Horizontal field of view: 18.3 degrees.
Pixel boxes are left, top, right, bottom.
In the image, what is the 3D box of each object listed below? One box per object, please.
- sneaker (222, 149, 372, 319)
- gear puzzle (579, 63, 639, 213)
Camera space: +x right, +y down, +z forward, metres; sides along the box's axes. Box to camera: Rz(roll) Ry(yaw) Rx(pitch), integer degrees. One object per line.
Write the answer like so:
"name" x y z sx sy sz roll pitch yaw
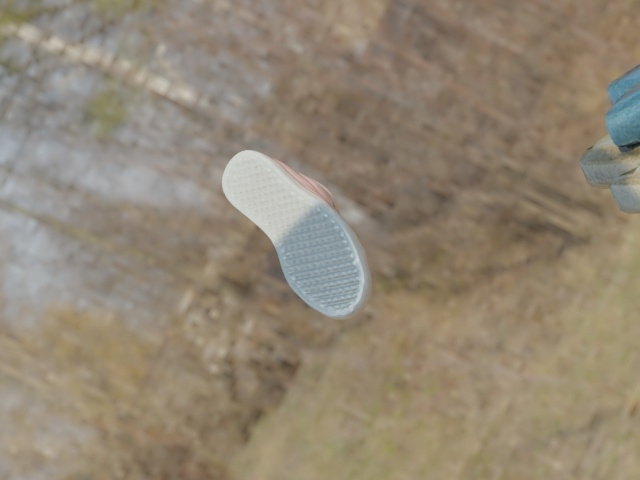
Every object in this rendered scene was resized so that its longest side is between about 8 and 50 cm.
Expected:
"sneaker" 0.000 0.000 1.201 0.051 0.134 0.070 -48 -33 11
"gear puzzle" 0.198 -0.065 0.369 0.175 0.044 0.339 -32 17 -29
